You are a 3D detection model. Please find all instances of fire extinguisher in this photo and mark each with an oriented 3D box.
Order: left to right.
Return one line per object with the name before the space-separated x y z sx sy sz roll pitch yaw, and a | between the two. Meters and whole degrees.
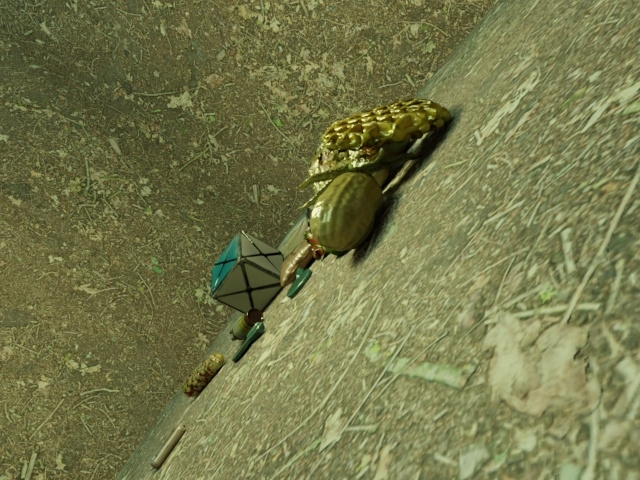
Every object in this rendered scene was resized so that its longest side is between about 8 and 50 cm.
fire extinguisher | -0.307 0.361 2.052 0.106 0.075 0.252 -18 -21 -43

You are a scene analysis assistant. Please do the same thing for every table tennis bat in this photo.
table tennis bat | -0.259 0.363 1.810 0.244 0.040 0.153 -52 3 48
table tennis bat | -0.076 0.140 1.775 0.124 0.033 0.201 -48 9 10

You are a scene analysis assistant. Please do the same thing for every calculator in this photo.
calculator | -0.527 0.710 1.706 0.175 0.032 0.100 -55 7 -31

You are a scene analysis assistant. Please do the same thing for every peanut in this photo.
peanut | 0.081 -0.084 1.310 0.158 0.174 0.340 -16 26 36

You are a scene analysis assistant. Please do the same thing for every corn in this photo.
corn | -0.503 0.573 2.126 0.253 0.086 0.086 -48 6 19

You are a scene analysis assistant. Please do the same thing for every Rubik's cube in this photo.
Rubik's cube | -0.327 0.149 2.234 0.260 0.254 0.259 -50 28 17

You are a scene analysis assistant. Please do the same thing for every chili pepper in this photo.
chili pepper | 0.043 0.008 1.479 0.072 0.073 0.204 -34 10 -24

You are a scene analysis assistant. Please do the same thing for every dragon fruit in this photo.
dragon fruit | 0.000 0.000 1.749 0.138 0.175 0.142 -43 -28 -21

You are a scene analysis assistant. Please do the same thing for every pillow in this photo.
pillow | -0.083 0.073 1.976 0.223 0.084 0.236 -49 9 8

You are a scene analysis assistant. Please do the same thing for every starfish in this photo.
starfish | 0.094 -0.197 1.458 0.357 0.078 0.347 -5 -18 -34

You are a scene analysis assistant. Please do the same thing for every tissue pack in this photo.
tissue pack | -0.117 -0.014 2.585 0.288 0.124 0.394 -50 6 9

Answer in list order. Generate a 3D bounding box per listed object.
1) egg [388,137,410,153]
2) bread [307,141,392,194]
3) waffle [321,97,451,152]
egg | 0.231 -0.382 1.855 0.242 0.186 0.186 -47 7 34
bread | 0.108 -0.250 1.731 0.305 0.305 0.159 -51 -34 1
waffle | 0.186 -0.345 1.490 0.382 0.095 0.380 -15 21 4
